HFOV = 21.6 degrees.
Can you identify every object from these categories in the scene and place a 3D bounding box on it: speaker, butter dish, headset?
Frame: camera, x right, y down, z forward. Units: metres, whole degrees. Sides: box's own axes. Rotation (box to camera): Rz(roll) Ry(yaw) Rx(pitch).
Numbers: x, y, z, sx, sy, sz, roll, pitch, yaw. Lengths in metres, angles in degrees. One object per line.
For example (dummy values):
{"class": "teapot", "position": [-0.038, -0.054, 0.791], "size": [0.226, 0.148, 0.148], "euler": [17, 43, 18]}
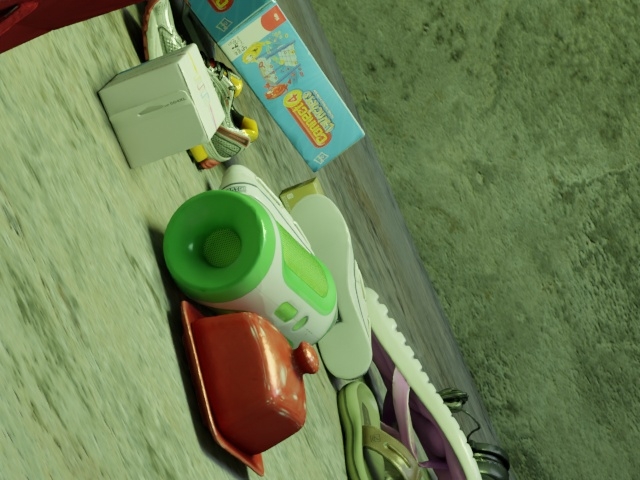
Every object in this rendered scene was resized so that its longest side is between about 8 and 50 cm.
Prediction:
{"class": "speaker", "position": [-0.070, 0.039, 1.817], "size": [0.296, 0.131, 0.131], "euler": [46, 25, -69]}
{"class": "butter dish", "position": [-0.058, 0.136, 1.686], "size": [0.160, 0.118, 0.160], "euler": [53, 18, -62]}
{"class": "headset", "position": [0.230, 0.426, 2.834], "size": [0.243, 0.185, 0.394], "euler": [-80, 163, -66]}

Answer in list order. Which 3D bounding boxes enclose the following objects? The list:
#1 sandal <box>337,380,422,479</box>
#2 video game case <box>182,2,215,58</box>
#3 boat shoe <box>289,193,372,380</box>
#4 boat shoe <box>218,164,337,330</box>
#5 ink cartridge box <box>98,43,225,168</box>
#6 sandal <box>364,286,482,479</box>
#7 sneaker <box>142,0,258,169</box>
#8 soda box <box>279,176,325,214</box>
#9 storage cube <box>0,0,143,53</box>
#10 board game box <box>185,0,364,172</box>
{"class": "sandal", "position": [0.089, 0.301, 2.286], "size": [0.303, 0.086, 0.120], "euler": [-102, 167, -45]}
{"class": "video game case", "position": [-0.169, -0.295, 2.345], "size": [0.122, 0.011, 0.087], "euler": [-93, 160, -62]}
{"class": "boat shoe", "position": [0.020, 0.067, 2.393], "size": [0.088, 0.096, 0.267], "euler": [25, 45, -83]}
{"class": "boat shoe", "position": [-0.050, 0.012, 2.094], "size": [0.084, 0.095, 0.258], "euler": [-92, 161, -52]}
{"class": "ink cartridge box", "position": [-0.166, -0.140, 1.756], "size": [0.143, 0.092, 0.090], "euler": [-73, 142, -73]}
{"class": "sandal", "position": [0.125, 0.262, 2.595], "size": [0.416, 0.102, 0.169], "euler": [60, -12, 31]}
{"class": "sneaker", "position": [-0.145, -0.198, 2.002], "size": [0.088, 0.092, 0.225], "euler": [-96, 162, -58]}
{"class": "soda box", "position": [0.000, 0.000, 2.534], "size": [0.061, 0.058, 0.181], "euler": [-65, 133, -78]}
{"class": "storage cube", "position": [-0.248, -0.240, 1.196], "size": [0.193, 0.183, 0.215], "euler": [-12, 81, -82]}
{"class": "board game box", "position": [-0.100, -0.278, 2.149], "size": [0.302, 0.086, 0.308], "euler": [54, 2, 37]}
